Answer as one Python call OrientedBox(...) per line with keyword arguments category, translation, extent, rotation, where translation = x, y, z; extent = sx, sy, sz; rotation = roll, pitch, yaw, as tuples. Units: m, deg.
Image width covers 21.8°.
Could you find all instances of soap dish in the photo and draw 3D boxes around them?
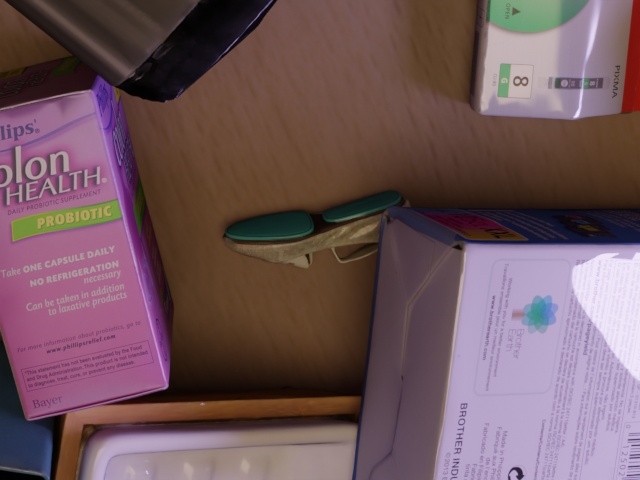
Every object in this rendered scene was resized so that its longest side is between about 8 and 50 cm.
OrientedBox(category="soap dish", translation=(-0.109, 0.233, 1.418), extent=(0.290, 0.118, 0.229), rotation=(2, 107, -32))

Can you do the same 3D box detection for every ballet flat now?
OrientedBox(category="ballet flat", translation=(0.000, 0.000, 1.446), extent=(0.168, 0.057, 0.052), rotation=(-11, 115, -1))

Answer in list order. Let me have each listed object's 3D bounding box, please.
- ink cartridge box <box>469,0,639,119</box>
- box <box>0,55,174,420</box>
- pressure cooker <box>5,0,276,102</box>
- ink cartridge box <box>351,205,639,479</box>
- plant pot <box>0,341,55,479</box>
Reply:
OrientedBox(category="ink cartridge box", translation=(0.246, -0.193, 1.414), extent=(0.224, 0.056, 0.181), rotation=(3, 105, -3))
OrientedBox(category="box", translation=(-0.203, -0.012, 1.344), extent=(0.117, 0.213, 0.243), rotation=(-14, 105, 0))
OrientedBox(category="pressure cooker", translation=(-0.170, -0.348, 1.186), extent=(0.420, 0.375, 0.370), rotation=(39, 60, -12))
OrientedBox(category="ink cartridge box", translation=(0.242, 0.113, 1.408), extent=(0.395, 0.151, 0.270), rotation=(1, 105, -23))
OrientedBox(category="plant pot", translation=(-0.304, 0.179, 1.369), extent=(0.165, 0.234, 0.166), rotation=(11, 116, -8))
